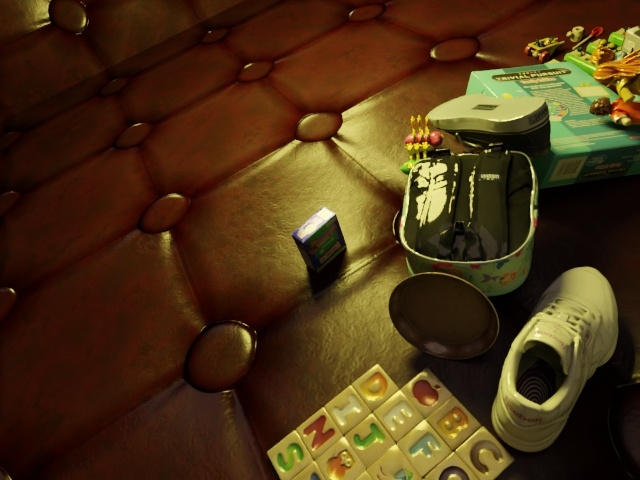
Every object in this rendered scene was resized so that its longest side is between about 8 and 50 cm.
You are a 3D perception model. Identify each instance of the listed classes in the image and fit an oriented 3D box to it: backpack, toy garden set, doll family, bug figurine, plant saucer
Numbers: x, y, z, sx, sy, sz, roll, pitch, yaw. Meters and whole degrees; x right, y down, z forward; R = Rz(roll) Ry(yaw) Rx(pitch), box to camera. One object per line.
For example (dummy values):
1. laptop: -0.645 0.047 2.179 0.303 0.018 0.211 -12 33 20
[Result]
1. backpack: 0.253 -0.021 0.708 0.225 0.191 0.253 1 45 23
2. toy garden set: 0.689 -0.508 1.061 0.244 0.049 0.204 -25 48 -2
3. doll family: 0.602 -0.319 0.779 0.163 0.118 0.263 22 49 17
4. bug figurine: 0.295 -0.204 0.925 0.216 0.072 0.279 3 47 13
5. plant saucer: 0.192 0.115 0.644 0.168 0.168 0.029 9 34 25

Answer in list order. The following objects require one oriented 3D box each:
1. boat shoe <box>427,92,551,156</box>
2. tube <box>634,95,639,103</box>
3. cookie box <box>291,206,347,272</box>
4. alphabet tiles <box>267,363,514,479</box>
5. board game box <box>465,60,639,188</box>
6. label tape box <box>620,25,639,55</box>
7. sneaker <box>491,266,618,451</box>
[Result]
1. boat shoe: 0.327 -0.224 0.813 0.113 0.105 0.306 -35 27 -10
2. tube: 0.691 -0.255 0.856 0.080 0.052 0.207 -9 42 -1
3. cookie box: 0.000 0.000 0.834 0.092 0.107 0.040 -42 52 -16
4. alphabet tiles: 0.083 0.350 0.578 0.342 0.011 0.285 -35 49 -11
5. board game box: 0.501 -0.259 0.863 0.253 0.079 0.336 -8 47 -6
6. label tape box: 0.859 -0.374 0.854 0.240 0.106 0.334 -19 48 4
7. sneaker: 0.343 0.142 0.569 0.114 0.152 0.305 22 60 35
